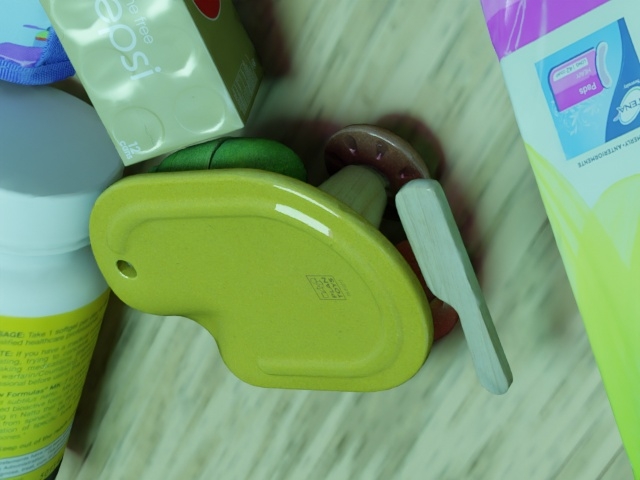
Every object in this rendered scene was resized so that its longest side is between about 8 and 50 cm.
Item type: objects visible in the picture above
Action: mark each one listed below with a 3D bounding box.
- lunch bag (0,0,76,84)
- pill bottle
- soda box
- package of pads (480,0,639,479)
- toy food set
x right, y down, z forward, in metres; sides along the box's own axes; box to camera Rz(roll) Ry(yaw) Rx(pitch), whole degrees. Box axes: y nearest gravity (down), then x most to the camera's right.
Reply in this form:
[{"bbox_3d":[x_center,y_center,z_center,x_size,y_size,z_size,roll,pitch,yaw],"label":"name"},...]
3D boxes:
[{"bbox_3d":[-0.198,-0.213,0.880,0.293,0.138,0.221,30,123,12],"label":"lunch bag"},{"bbox_3d":[-0.167,0.033,0.949,0.119,0.119,0.208,36,126,22],"label":"pill bottle"},{"bbox_3d":[-0.090,-0.126,0.819,0.061,0.058,0.181,-17,115,18],"label":"soda box"},{"bbox_3d":[0.186,-0.034,0.629,0.229,0.101,0.296,-24,81,42],"label":"package of pads"},{"bbox_3d":[0.000,0.000,0.847,0.218,0.071,0.128,0,132,40],"label":"toy food set"}]
